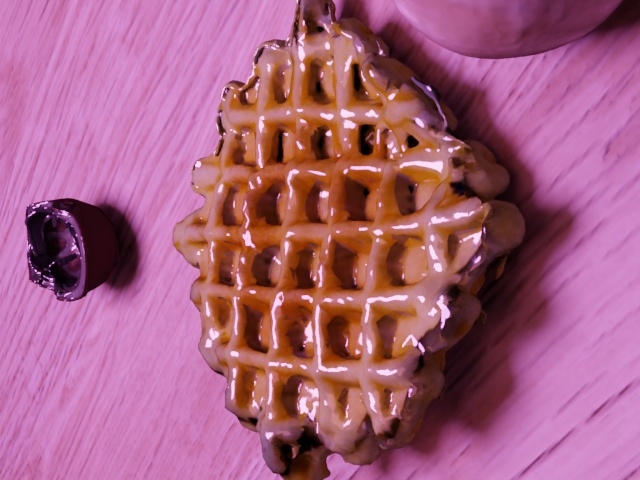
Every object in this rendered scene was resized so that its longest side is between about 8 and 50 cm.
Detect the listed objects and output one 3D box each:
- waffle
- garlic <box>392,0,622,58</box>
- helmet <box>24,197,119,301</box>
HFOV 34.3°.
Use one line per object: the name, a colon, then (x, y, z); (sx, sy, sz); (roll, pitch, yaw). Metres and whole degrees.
waffle: (0.000, 0.000, 0.729); (0.297, 0.073, 0.317); (-57, 46, 30)
garlic: (0.082, -0.178, 0.486); (0.143, 0.112, 0.318); (47, 161, 26)
helmet: (-0.233, 0.005, 1.004); (0.123, 0.070, 0.098); (15, 112, 41)
